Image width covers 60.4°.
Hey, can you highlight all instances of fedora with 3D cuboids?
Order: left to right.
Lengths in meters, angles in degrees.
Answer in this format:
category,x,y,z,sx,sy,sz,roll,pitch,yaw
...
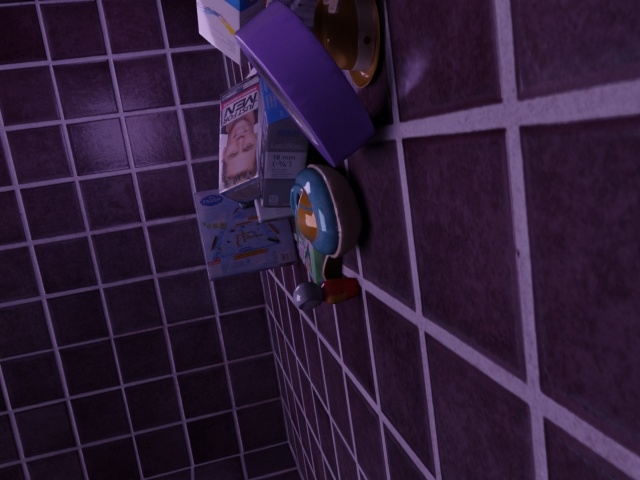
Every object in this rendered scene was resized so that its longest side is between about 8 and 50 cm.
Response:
category,x,y,z,sx,sy,sz,roll,pitch,yaw
fedora,0.036,-0.344,0.897,0.194,0.079,0.195,169,90,-78

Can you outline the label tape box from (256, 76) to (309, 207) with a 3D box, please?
category,x,y,z,sx,sy,sz,roll,pitch,yaw
label tape box,-0.089,-0.281,1.297,0.241,0.105,0.334,-103,16,-48

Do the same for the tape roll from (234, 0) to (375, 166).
category,x,y,z,sx,sy,sz,roll,pitch,yaw
tape roll,-0.025,-0.258,0.929,0.275,0.090,0.275,53,-177,-4

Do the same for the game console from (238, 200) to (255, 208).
category,x,y,z,sx,sy,sz,roll,pitch,yaw
game console,-0.210,-0.280,1.854,0.250,0.173,0.293,143,115,-77

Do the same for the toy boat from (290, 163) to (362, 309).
category,x,y,z,sx,sy,sz,roll,pitch,yaw
toy boat,0.000,0.000,1.189,0.267,0.148,0.319,-132,34,-67

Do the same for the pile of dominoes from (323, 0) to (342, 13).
category,x,y,z,sx,sy,sz,roll,pitch,yaw
pile of dominoes,0.039,-0.468,0.829,0.251,0.040,0.196,-110,37,-47

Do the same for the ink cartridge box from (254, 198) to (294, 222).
category,x,y,z,sx,sy,sz,roll,pitch,yaw
ink cartridge box,-0.133,-0.150,1.671,0.045,0.145,0.179,117,142,-70

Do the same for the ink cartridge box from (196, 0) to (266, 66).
category,x,y,z,sx,sy,sz,roll,pitch,yaw
ink cartridge box,-0.202,-0.611,1.406,0.168,0.171,0.233,41,155,13

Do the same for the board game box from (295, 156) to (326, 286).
category,x,y,z,sx,sy,sz,roll,pitch,yaw
board game box,-0.030,-0.061,1.517,0.213,0.046,0.318,-124,27,-60

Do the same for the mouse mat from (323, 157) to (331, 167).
category,x,y,z,sx,sy,sz,roll,pitch,yaw
mouse mat,0.016,-0.254,1.237,0.190,0.007,0.153,130,128,-76

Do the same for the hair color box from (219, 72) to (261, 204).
category,x,y,z,sx,sy,sz,roll,pitch,yaw
hair color box,-0.200,-0.299,1.607,0.105,0.173,0.348,24,-126,-50

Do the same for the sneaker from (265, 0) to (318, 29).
category,x,y,z,sx,sy,sz,roll,pitch,yaw
sneaker,-0.061,-0.507,1.104,0.321,0.124,0.180,147,123,-66

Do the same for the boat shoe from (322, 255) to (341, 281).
category,x,y,z,sx,sy,sz,roll,pitch,yaw
boat shoe,0.024,0.075,1.374,0.045,0.050,0.135,-120,23,-44

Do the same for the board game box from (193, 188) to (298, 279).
category,x,y,z,sx,sy,sz,roll,pitch,yaw
board game box,-0.266,-0.042,1.964,0.066,0.318,0.318,118,141,-75
